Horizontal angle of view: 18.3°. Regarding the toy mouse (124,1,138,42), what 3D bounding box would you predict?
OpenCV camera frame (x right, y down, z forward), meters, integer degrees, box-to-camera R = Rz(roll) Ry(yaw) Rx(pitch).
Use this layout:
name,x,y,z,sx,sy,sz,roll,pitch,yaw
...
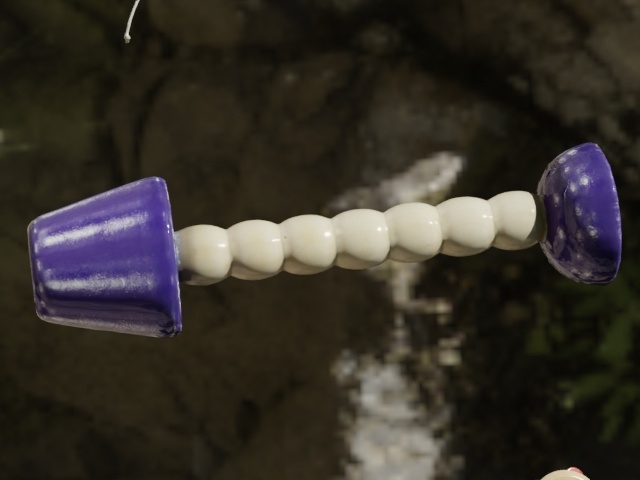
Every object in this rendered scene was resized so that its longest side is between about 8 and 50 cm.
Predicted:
name,x,y,z,sx,sy,sz,roll,pitch,yaw
toy mouse,-0.113,-0.199,1.320,0.143,0.031,0.161,-62,177,26

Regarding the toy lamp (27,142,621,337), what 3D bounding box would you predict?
name,x,y,z,sx,sy,sz,roll,pitch,yaw
toy lamp,0.000,0.000,0.944,0.080,0.274,0.080,175,-90,-81

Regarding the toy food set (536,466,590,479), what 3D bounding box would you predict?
name,x,y,z,sx,sy,sz,roll,pitch,yaw
toy food set,0.248,0.271,2.000,0.020,0.083,0.083,139,-54,-73
